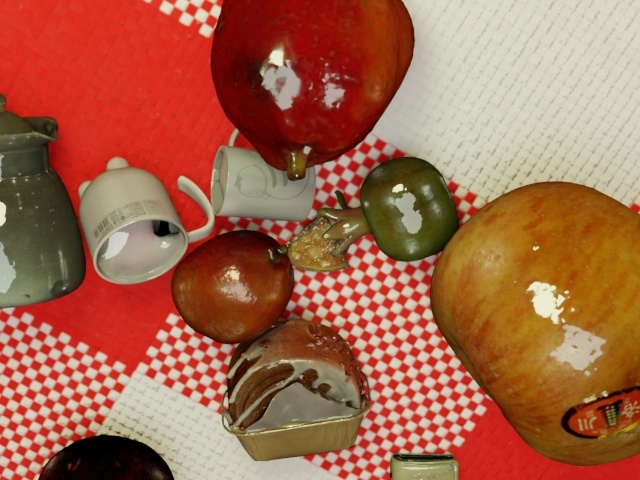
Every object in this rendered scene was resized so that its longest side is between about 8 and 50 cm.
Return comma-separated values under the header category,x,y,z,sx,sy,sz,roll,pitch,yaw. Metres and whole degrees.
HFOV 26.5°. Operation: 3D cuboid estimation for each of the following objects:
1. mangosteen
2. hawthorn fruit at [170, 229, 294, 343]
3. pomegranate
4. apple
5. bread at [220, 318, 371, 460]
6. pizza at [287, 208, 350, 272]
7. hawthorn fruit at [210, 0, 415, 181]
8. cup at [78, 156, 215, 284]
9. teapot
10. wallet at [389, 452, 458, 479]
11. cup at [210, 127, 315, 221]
category,x,y,z,sx,sy,sz,roll,pitch,yaw
mangosteen,-0.338,0.407,2.049,0.265,0.228,0.228,-19,115,48
hawthorn fruit,-0.114,0.060,1.930,0.188,0.169,0.169,-28,110,41
pomegranate,0.099,-0.035,1.936,0.191,0.131,0.152,-20,104,20
apple,0.352,0.104,1.852,0.333,0.400,0.400,-34,107,0
bread,-0.040,0.220,2.019,0.224,0.142,0.212,-8,124,1
pizza,0.002,0.014,2.001,0.099,0.029,0.100,36,107,-21
hawthorn fruit,-0.022,-0.217,1.778,0.265,0.265,0.307,10,72,-4
cup,-0.252,-0.044,1.903,0.173,0.142,0.134,-28,143,4
teapot,-0.465,-0.071,1.901,0.223,0.305,0.285,-10,106,-36
wallet,0.163,0.411,2.134,0.110,0.039,0.155,0,110,0
cup,-0.080,-0.097,1.909,0.133,0.099,0.136,5,101,-17
